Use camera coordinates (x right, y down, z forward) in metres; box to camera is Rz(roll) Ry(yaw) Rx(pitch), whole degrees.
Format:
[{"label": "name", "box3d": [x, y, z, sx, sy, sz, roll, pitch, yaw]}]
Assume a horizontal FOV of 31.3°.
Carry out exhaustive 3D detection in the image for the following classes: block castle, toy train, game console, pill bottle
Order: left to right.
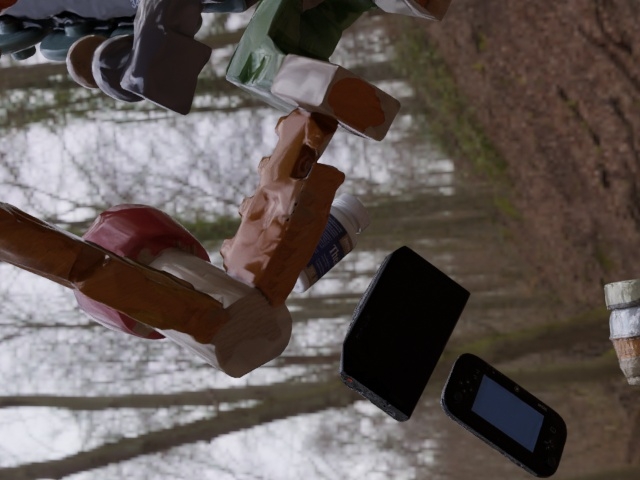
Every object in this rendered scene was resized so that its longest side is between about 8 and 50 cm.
[{"label": "toy train", "box3d": [-0.177, -0.241, 0.962, 0.190, 0.333, 0.142, -44, -51, -40]}, {"label": "block castle", "box3d": [-0.095, -0.176, 0.655, 0.303, 0.212, 0.453, 27, -92, -41]}, {"label": "pill bottle", "box3d": [0.000, 0.000, 1.321, 0.120, 0.067, 0.067, -41, -47, -21]}, {"label": "game console", "box3d": [0.198, 0.185, 1.574, 0.361, 0.044, 0.213, 36, -118, -11]}]

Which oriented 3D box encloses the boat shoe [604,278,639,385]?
[{"label": "boat shoe", "box3d": [0.424, 0.082, 1.088, 0.113, 0.302, 0.103, 89, 177, -82]}]
